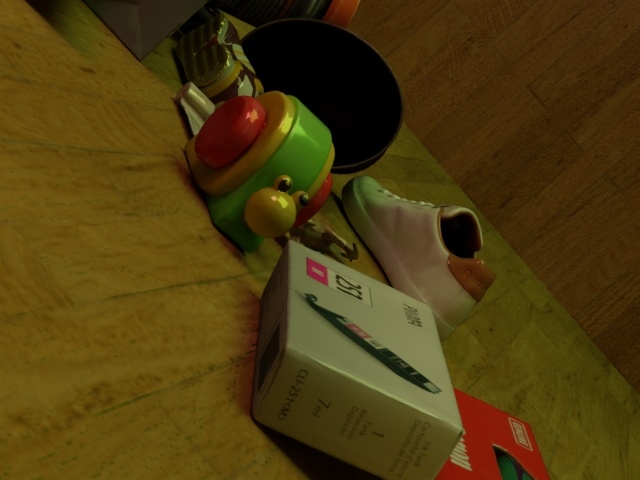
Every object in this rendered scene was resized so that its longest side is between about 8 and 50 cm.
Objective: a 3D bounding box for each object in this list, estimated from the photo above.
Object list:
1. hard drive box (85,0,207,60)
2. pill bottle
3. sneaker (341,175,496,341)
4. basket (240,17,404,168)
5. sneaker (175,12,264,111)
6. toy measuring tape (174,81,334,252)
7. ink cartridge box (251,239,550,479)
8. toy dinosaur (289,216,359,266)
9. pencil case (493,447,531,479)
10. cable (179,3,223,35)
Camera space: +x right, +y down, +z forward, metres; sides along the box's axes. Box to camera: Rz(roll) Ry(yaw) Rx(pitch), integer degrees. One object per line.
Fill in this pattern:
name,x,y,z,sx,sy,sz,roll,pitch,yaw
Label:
hard drive box,-0.133,-0.284,1.694,0.089,0.181,0.232,47,10,-10
pill bottle,-0.075,-0.311,1.899,0.245,0.130,0.130,25,17,-19
sneaker,0.121,-0.006,1.934,0.106,0.123,0.290,39,12,-38
basket,0.009,-0.151,1.928,0.204,0.154,0.227,26,0,9
sneaker,-0.102,-0.174,1.776,0.084,0.069,0.185,54,12,-25
toy measuring tape,-0.057,-0.093,1.468,0.121,0.121,0.330,44,10,-26
ink cartridge box,0.071,0.105,1.182,0.238,0.060,0.275,25,13,-7
toy dinosaur,0.000,0.000,1.545,0.183,0.053,0.093,40,11,-43
pencil case,0.142,0.200,1.350,0.151,0.064,0.070,44,48,-32
cable,-0.155,-0.266,1.979,0.151,0.047,0.184,54,11,-19
